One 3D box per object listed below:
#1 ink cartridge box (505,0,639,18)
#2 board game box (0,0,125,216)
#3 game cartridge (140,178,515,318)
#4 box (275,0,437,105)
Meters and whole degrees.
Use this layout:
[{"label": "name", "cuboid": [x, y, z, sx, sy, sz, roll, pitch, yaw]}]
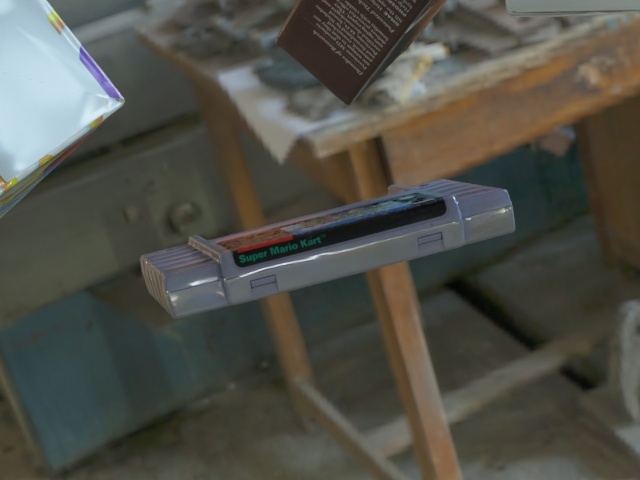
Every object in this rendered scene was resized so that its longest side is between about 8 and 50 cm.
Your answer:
[{"label": "ink cartridge box", "cuboid": [0.224, -0.332, 1.402, 0.129, 0.223, 0.307, -1, 17, 5]}, {"label": "board game box", "cuboid": [-0.253, -0.045, 0.866, 0.142, 0.144, 0.275, -42, 6, -38]}, {"label": "game cartridge", "cuboid": [0.000, 0.000, 1.619, 0.355, 0.068, 0.230, -14, 3, -11]}, {"label": "box", "cuboid": [0.098, -0.334, 1.880, 0.191, 0.143, 0.381, -47, 1, -26]}]
